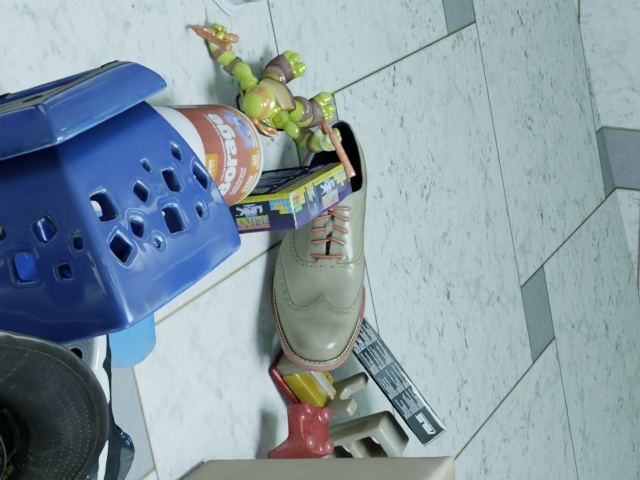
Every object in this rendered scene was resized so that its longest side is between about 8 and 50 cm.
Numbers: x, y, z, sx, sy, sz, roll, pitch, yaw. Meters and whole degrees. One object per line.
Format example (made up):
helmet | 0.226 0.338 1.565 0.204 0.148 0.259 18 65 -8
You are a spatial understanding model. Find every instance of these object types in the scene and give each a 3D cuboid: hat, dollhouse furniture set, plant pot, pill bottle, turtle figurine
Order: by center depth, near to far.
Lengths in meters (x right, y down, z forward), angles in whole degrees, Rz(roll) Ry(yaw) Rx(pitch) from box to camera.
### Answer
hat | -0.343 0.147 1.301 0.134 0.331 0.331 55 7 35
plant pot | -0.245 -0.033 1.478 0.236 0.236 0.212 -41 115 -59
pill bottle | -0.161 -0.089 1.773 0.216 0.121 0.121 -13 97 -64
turtle figurine | -0.048 -0.167 2.004 0.269 0.087 0.217 41 17 6
dollhouse furniture set | 0.025 0.326 2.105 0.374 0.152 0.201 53 38 -21

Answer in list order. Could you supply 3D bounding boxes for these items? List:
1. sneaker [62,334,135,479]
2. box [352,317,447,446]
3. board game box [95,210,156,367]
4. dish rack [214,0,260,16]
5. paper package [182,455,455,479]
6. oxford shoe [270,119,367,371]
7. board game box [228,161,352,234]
sneaker | -0.237 0.168 1.635 0.121 0.079 0.217 18 77 -66
box | 0.090 0.180 2.161 0.190 0.045 0.184 54 0 -3
board game box | -0.231 0.054 1.709 0.133 0.033 0.168 11 71 -58
dish rack | -0.113 -0.477 2.003 0.285 0.072 0.332 45 48 -54
paper package | -0.037 0.358 1.722 0.309 0.325 0.168 -36 118 -62
oxford shoe | 0.000 0.000 2.055 0.130 0.123 0.348 93 -1 -55
board game box | -0.059 -0.049 1.953 0.170 0.141 0.048 -32 115 -61
